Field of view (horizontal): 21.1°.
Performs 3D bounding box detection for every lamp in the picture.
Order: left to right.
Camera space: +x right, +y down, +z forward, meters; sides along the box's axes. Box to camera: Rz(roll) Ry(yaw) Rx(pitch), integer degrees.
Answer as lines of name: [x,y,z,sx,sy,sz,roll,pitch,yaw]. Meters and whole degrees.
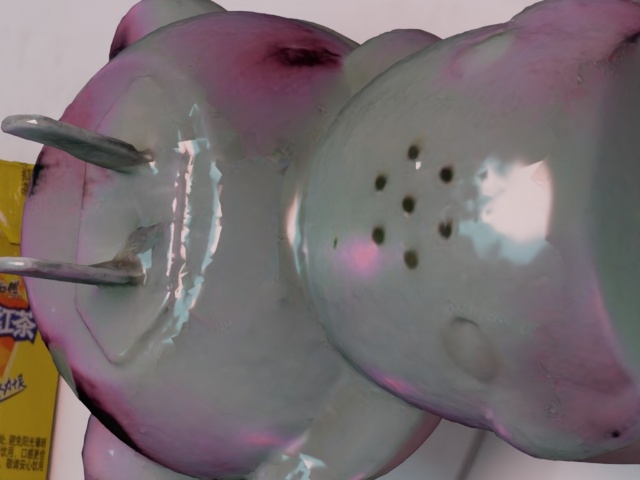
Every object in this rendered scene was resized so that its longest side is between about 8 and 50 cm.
lamp: [0.000,0.000,0.696,0.301,0.247,0.247,-3,82,38]

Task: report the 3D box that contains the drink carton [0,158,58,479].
drink carton: [-0.242,0.128,1.015,0.154,0.111,0.351,-2,79,45]
